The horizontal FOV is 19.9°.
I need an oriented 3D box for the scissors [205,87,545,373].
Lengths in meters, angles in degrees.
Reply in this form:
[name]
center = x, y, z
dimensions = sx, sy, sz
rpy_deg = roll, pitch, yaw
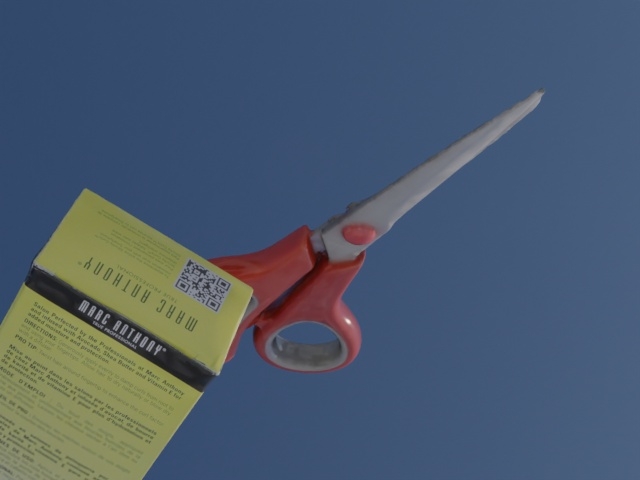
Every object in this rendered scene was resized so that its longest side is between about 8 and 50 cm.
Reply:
[scissors]
center = 0.000, 0.000, 0.843
dimensions = 0.109, 0.297, 0.021
rpy_deg = 13, -119, -13

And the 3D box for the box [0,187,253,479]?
[box]
center = -0.119, 0.089, 0.782
dimensions = 0.087, 0.232, 0.058
rpy_deg = 31, -143, -4
